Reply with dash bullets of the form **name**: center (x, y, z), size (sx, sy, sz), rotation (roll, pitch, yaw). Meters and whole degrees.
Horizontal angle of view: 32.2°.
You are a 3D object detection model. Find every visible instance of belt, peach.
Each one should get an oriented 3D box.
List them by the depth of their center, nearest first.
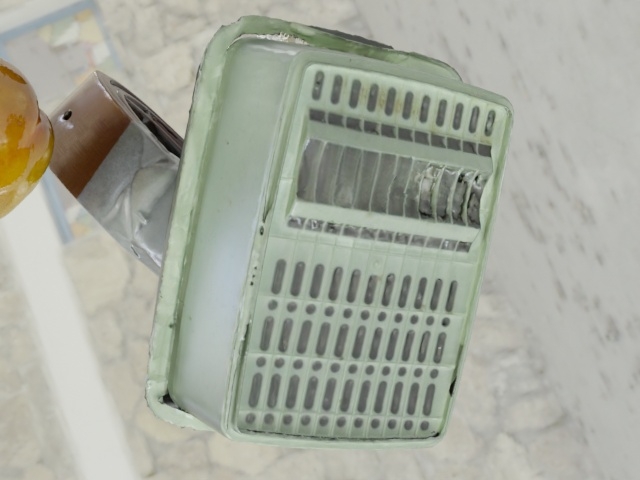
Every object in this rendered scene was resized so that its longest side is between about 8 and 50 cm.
- **peach**: center (-0.266, -0.076, 0.823), size (0.138, 0.138, 0.138), rotation (157, 90, -88)
- **belt**: center (-0.139, -0.035, 1.015), size (0.261, 0.105, 0.184), rotation (48, -178, -11)

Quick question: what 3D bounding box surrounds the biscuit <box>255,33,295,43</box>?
- **biscuit**: center (-0.092, -0.224, 1.427), size (0.020, 0.152, 0.152), rotation (50, -174, -26)

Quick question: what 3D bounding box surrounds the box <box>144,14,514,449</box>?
- **box**: center (0.000, 0.000, 0.776), size (0.166, 0.221, 0.290), rotation (20, 100, 58)
